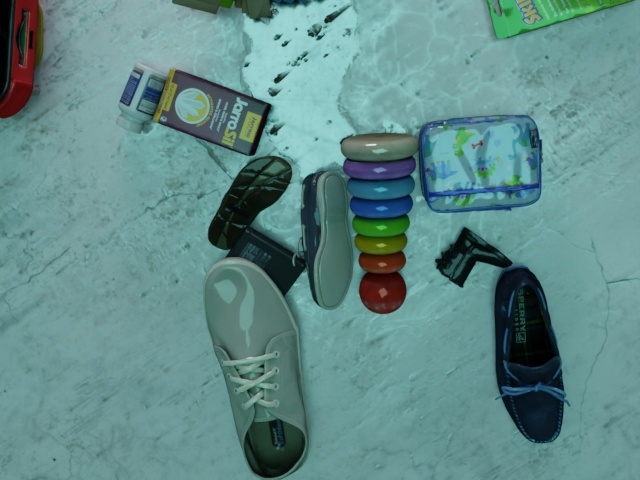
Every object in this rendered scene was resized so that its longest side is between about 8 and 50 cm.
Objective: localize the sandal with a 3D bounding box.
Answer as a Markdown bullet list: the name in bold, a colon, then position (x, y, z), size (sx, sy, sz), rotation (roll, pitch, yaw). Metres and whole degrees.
- **sandal**: position (-0.135, -0.075, 1.522), size (0.090, 0.060, 0.219), rotation (30, 114, -11)

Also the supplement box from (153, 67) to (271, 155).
- **supplement box**: position (-0.196, -0.234, 1.487), size (0.188, 0.081, 0.104), rotation (20, 98, 0)

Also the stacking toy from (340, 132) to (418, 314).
- **stacking toy**: position (0.114, -0.026, 1.489), size (0.141, 0.141, 0.331), rotation (-2, 105, 3)

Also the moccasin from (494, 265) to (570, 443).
- **moccasin**: position (0.378, 0.224, 1.506), size (0.137, 0.117, 0.342), rotation (-15, 97, 5)

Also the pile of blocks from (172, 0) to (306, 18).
- **pile of blocks**: position (-0.090, -0.494, 1.447), size (0.361, 0.149, 0.113), rotation (-8, 55, -5)

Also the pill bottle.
- **pill bottle**: position (-0.331, -0.261, 1.497), size (0.067, 0.067, 0.120), rotation (25, 99, -1)

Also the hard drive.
- **hard drive**: position (-0.105, 0.044, 1.532), size (0.135, 0.022, 0.094), rotation (32, 112, -12)

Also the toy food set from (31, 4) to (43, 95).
- **toy food set**: position (-0.583, -0.367, 1.492), size (0.128, 0.071, 0.218), rotation (2, 99, 3)

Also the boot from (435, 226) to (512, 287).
- **boot**: position (0.284, 0.044, 1.522), size (0.121, 0.045, 0.099), rotation (35, 96, 5)

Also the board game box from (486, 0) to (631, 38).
- **board game box**: position (0.423, -0.452, 1.449), size (0.259, 0.039, 0.124), rotation (-16, 96, 2)

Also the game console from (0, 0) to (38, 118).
- **game console**: position (-0.653, -0.419, 1.450), size (0.341, 0.060, 0.387), rotation (6, 93, 22)

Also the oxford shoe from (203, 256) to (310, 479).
- **oxford shoe**: position (-0.113, 0.250, 1.519), size (0.169, 0.130, 0.450), rotation (-11, 100, 8)

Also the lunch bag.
- **lunch bag**: position (0.290, -0.137, 1.476), size (0.218, 0.090, 0.176), rotation (-3, 101, 4)

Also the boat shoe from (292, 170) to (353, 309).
- **boat shoe**: position (0.000, 0.000, 1.501), size (0.079, 0.095, 0.255), rotation (-2, 93, 47)
